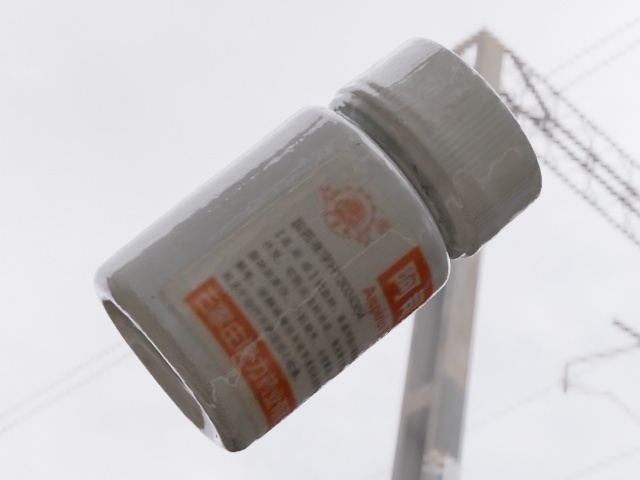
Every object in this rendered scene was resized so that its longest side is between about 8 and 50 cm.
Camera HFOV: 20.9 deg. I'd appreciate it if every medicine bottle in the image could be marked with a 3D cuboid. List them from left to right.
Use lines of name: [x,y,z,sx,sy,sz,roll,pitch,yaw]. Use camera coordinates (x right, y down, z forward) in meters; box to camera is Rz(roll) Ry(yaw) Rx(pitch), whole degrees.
medicine bottle: [0.000,0.000,1.550,0.371,0.211,0.211,-38,-49,-13]
